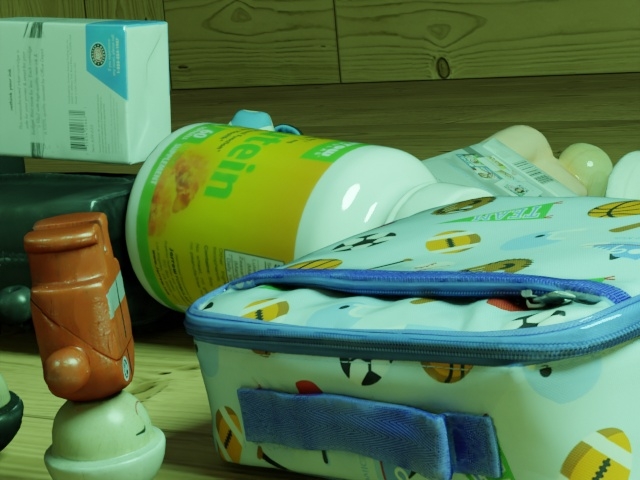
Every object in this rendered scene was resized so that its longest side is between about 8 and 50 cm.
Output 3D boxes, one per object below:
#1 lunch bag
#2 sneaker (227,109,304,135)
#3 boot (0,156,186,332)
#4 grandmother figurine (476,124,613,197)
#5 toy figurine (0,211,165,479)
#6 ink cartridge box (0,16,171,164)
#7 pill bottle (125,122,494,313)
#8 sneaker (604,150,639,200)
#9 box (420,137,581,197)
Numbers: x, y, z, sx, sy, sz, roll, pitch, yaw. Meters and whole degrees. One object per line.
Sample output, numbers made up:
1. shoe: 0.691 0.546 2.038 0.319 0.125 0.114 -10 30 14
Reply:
1. lunch bag: 0.090 0.051 0.874 0.243 0.115 0.303 -18 11 -40
2. sneaker: -0.018 -0.044 1.482 0.085 0.086 0.237 16 -7 24
3. boot: -0.236 -0.025 1.439 0.445 0.146 0.367 -2 17 35
4. grandmother figurine: 0.112 -0.031 1.451 0.208 0.104 0.342 -5 6 29
5. toy figurine: -0.204 0.073 0.865 0.209 0.148 0.213 -21 19 -40
6. ink cartridge box: -0.204 -0.117 1.340 0.180 0.104 0.060 6 14 28
7. pill bottle: 0.000 0.000 1.165 0.246 0.136 0.136 11 17 41
8. sneaker: 0.303 -0.030 1.440 0.094 0.080 0.212 15 18 33
9. box: 0.133 -0.011 1.278 0.145 0.038 0.186 36 26 20
